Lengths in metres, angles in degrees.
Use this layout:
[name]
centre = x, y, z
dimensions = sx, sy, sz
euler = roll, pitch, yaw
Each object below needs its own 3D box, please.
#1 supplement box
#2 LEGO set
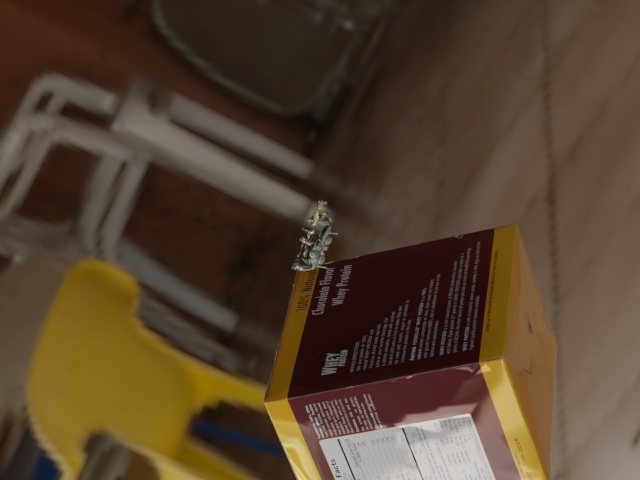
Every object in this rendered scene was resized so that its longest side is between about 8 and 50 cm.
[supplement box]
centre = 0.078, 0.106, 1.555
dimensions = 0.194, 0.129, 0.191
euler = -12, 30, 16
[LEGO set]
centre = -0.001, 0.002, 1.468
dimensions = 0.083, 0.023, 0.054
euler = 72, -136, -81
